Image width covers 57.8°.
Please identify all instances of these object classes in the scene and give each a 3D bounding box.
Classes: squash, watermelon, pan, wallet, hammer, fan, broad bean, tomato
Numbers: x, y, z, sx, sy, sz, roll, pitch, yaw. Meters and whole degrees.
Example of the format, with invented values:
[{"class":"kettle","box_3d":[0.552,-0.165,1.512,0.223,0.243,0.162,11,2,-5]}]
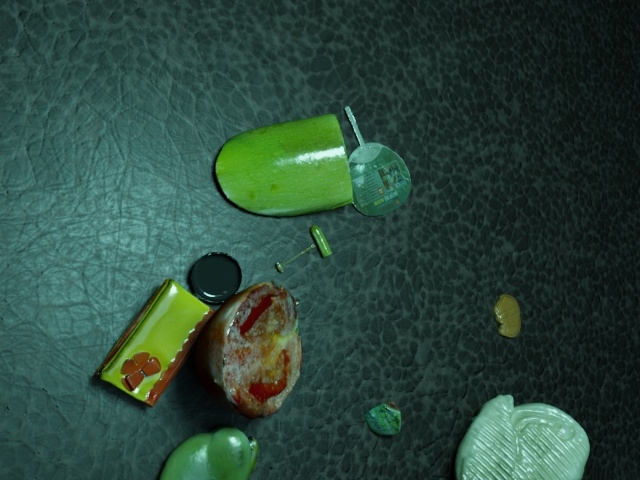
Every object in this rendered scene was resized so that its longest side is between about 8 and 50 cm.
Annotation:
[{"class":"squash","box_3d":[-0.092,-0.170,1.417,0.308,0.210,0.234,-13,89,-3]},{"class":"watermelon","box_3d":[0.157,0.447,1.461,0.092,0.072,0.085,7,88,10]},{"class":"squash","box_3d":[0.000,0.000,1.458,0.027,0.027,0.083,-27,95,-31]},{"class":"pan","box_3d":[-0.262,0.118,1.282,0.115,0.040,0.212,44,78,-16]},{"class":"wallet","box_3d":[-0.329,0.213,1.193,0.141,0.067,0.241,40,72,-22]},{"class":"hammer","box_3d":[-0.059,0.040,1.426,0.123,0.014,0.029,-32,106,-31]},{"class":"fan","box_3d":[0.161,-0.208,1.596,0.223,0.012,0.294,5,80,-29]},{"class":"broad bean","box_3d":[-0.230,0.485,1.207,0.228,0.100,0.169,-25,86,-19]},{"class":"tomato","box_3d":[-0.170,0.229,1.217,0.309,0.170,0.309,-5,96,-59]}]

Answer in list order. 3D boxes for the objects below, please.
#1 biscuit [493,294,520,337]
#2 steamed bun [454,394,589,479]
[{"class":"biscuit","box_3d":[0.565,0.227,1.746,0.102,0.019,0.131,-3,82,-31]},{"class":"steamed bun","box_3d":[0.512,0.591,1.532,0.309,0.219,0.324,15,64,12]}]
